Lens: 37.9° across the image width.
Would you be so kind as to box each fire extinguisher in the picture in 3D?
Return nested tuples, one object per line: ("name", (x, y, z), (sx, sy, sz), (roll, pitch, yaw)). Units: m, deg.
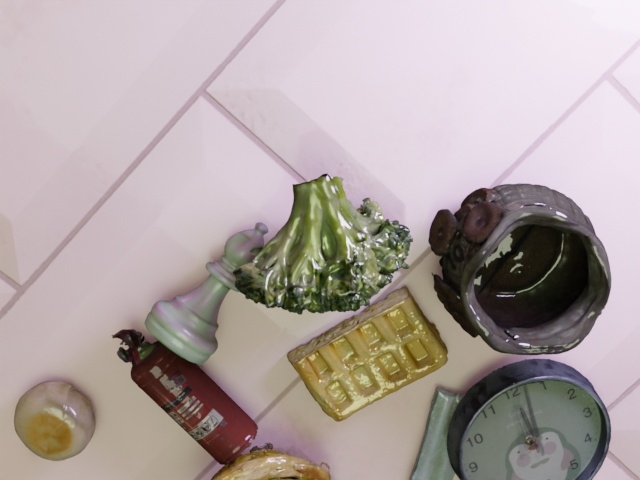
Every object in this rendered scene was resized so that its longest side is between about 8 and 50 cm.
("fire extinguisher", (-0.259, 0.273, 1.706), (0.106, 0.147, 0.337), (-44, 106, -2))

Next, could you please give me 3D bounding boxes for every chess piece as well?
("chess piece", (-0.182, 0.079, 1.667), (0.139, 0.139, 0.272), (38, 93, -14))

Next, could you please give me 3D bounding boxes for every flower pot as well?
("flower pot", (0.337, 0.045, 1.619), (0.301, 0.213, 0.302), (-1, 109, -3))

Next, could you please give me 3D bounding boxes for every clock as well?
("clock", (0.403, 0.381, 1.793), (0.318, 0.066, 0.319), (-3, 111, -9))

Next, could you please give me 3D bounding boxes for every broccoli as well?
("broccoli", (0.000, 0.000, 1.589), (0.288, 0.248, 0.246), (-18, 107, -43))

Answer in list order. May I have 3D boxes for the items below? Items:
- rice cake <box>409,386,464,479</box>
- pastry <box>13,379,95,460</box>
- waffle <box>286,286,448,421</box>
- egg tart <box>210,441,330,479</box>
("rice cake", (0.237, 0.395, 1.824), (0.085, 0.040, 0.226), (10, 108, -6))
("pastry", (-0.501, 0.342, 1.751), (0.156, 0.092, 0.156), (2, 108, 5))
("waffle", (0.091, 0.220, 1.749), (0.274, 0.057, 0.168), (-30, 108, 7))
("egg tart", (-0.112, 0.483, 1.792), (0.290, 0.107, 0.291), (-13, 132, -15))
